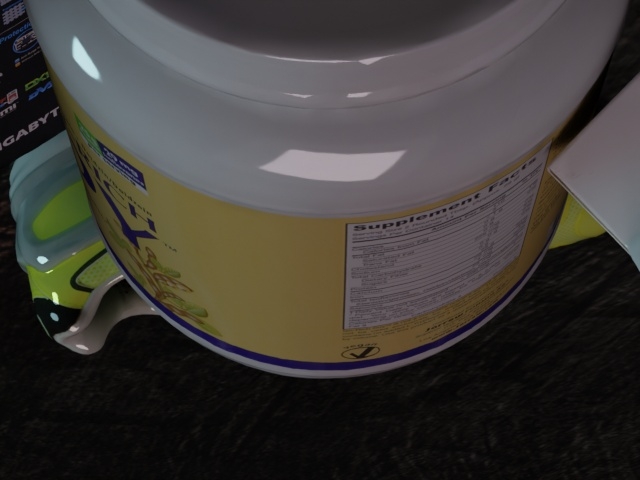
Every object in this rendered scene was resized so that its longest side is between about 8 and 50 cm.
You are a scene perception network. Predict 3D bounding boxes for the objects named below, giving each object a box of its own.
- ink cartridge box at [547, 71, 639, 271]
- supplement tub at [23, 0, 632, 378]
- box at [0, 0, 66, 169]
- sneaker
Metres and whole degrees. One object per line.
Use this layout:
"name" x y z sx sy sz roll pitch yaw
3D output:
"ink cartridge box" 0.161 -0.036 0.744 0.092 0.090 0.143 -48 171 23
"supplement tub" 0.003 -0.095 0.805 0.241 0.241 0.331 -1 160 0
"box" -0.242 -0.075 0.835 0.295 0.073 0.293 -34 160 -17
"sneaker" 0.000 0.000 1.200 0.384 0.147 0.145 -3 158 1
